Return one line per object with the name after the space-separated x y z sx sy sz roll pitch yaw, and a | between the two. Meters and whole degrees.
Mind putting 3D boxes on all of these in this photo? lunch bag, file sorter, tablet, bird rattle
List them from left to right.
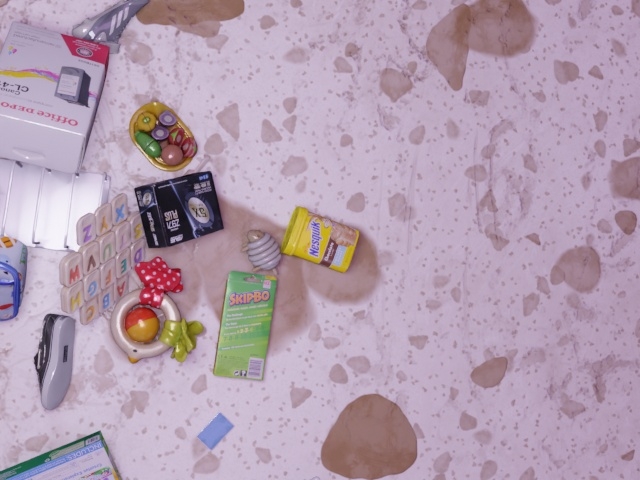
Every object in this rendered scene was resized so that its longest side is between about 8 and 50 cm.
-0.789 0.058 1.718 0.303 0.243 0.115 12 52 -13 | lunch bag
-0.626 -0.080 1.808 0.277 0.173 0.193 8 86 -15 | file sorter
-0.393 0.176 1.882 0.207 0.143 0.253 -26 93 -8 | bird rattle
-0.258 0.467 1.970 0.054 0.006 0.083 46 77 -9 | tablet

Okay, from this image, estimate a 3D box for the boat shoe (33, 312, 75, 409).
-0.619 0.278 1.853 0.070 0.078 0.219 9 89 20 | boat shoe

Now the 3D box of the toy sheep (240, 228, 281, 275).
-0.141 0.030 1.981 0.091 0.091 0.132 -34 110 -14 | toy sheep

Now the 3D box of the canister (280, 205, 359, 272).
0.000 0.000 2.024 0.170 0.073 0.126 20 83 -15 | canister

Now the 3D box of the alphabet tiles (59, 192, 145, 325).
-0.481 0.044 1.797 0.021 0.284 0.278 19 121 17 | alphabet tiles

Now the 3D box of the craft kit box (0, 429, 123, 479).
-0.568 0.584 1.811 0.250 0.061 0.247 -20 110 -11 | craft kit box

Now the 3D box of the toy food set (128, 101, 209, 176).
-0.365 -0.238 1.935 0.128 0.071 0.218 -43 99 -12 | toy food set

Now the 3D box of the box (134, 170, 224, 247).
-0.329 -0.074 1.884 0.180 0.077 0.147 -20 103 -46 | box

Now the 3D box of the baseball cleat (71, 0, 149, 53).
-0.488 -0.512 1.925 0.206 0.072 0.109 -30 109 -10 | baseball cleat

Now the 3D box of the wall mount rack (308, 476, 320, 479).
-0.059 0.743 1.948 0.304 0.130 0.350 -44 99 -13 | wall mount rack

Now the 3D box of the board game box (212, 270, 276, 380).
-0.186 0.210 1.985 0.124 0.039 0.259 9 88 -15 | board game box

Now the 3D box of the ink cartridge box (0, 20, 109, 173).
-0.606 -0.319 1.772 0.226 0.131 0.306 12 48 -16 | ink cartridge box
